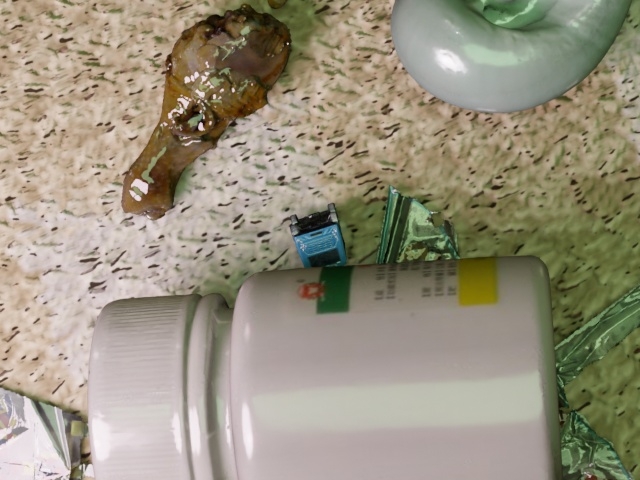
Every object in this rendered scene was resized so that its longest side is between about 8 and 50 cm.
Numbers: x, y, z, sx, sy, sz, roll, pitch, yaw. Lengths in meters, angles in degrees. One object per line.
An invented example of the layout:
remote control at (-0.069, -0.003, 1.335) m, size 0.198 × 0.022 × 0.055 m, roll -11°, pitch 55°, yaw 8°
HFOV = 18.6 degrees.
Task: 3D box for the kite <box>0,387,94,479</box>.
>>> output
kite at (-0.205, 0.187, 1.585) m, size 0.245 × 0.015 × 0.141 m, roll 4°, pitch 91°, yaw 4°

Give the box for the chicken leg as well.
chicken leg at (-0.101, -0.103, 1.569) m, size 0.085 × 0.069 × 0.198 m, roll 31°, pitch 97°, yaw -21°

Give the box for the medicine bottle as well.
medicine bottle at (0.009, 0.122, 1.470) m, size 0.340 × 0.208 × 0.208 m, roll -3°, pitch 88°, yaw 6°

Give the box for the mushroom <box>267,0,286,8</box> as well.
mushroom at (0.049, -0.301, 1.585) m, size 0.286 × 0.028 × 0.026 m, roll -50°, pitch 45°, yaw 0°

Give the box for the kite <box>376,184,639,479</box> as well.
kite at (0.156, 0.133, 1.568) m, size 0.368 × 0.014 × 0.406 m, roll -38°, pitch 86°, yaw 2°

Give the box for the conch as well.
conch at (0.153, -0.201, 1.525) m, size 0.221 × 0.121 × 0.185 m, roll -40°, pitch 87°, yaw -2°

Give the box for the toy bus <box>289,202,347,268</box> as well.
toy bus at (0.000, 0.000, 1.547) m, size 0.038 × 0.083 × 0.046 m, roll -18°, pitch 99°, yaw 2°
